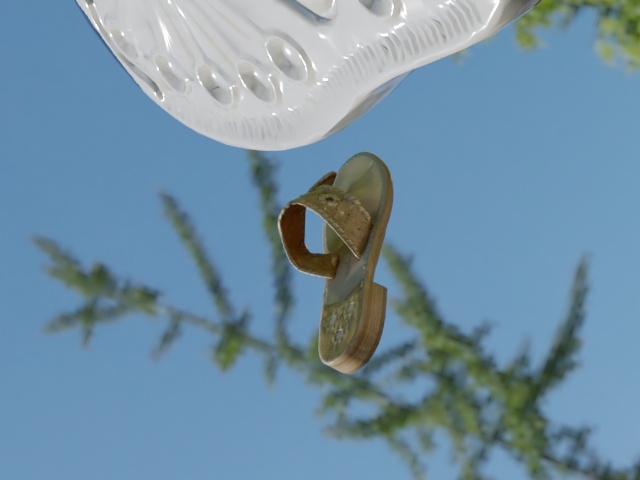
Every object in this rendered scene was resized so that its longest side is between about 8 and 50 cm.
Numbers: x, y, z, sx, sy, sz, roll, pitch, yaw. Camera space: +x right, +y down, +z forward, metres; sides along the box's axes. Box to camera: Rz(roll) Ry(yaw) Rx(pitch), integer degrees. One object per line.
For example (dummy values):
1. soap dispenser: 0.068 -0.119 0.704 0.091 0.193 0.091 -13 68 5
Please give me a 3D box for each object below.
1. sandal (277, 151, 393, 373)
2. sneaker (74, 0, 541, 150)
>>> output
1. sandal: 0.004 -0.004 1.588 0.079 0.088 0.240 29 -141 -26
2. sneaker: 0.053 -0.160 0.784 0.236 0.323 0.130 -43 -74 -25
